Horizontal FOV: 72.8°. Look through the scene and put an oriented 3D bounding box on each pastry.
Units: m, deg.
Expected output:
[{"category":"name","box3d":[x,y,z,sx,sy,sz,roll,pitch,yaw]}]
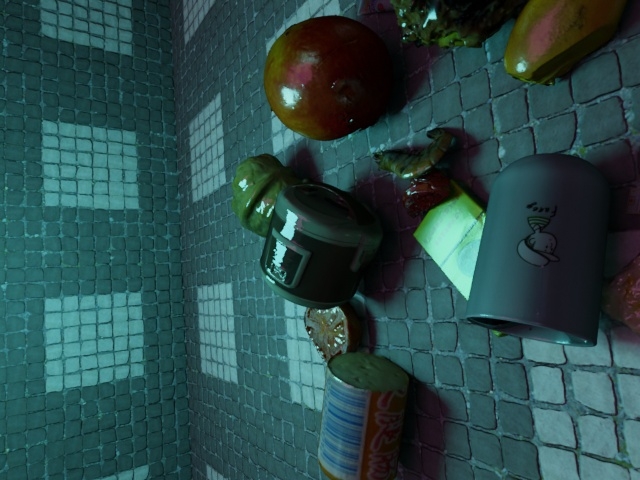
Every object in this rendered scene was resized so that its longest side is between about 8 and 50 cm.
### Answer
[{"category":"pastry","box3d":[0.561,0.037,0.678,0.121,0.089,0.258,61,137,44]},{"category":"pastry","box3d":[0.308,-0.576,0.837,0.337,0.292,0.405,-109,39,-71]}]

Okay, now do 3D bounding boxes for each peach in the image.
[{"category":"peach","box3d":[0.024,-0.447,1.231,0.370,0.370,0.369,1,91,55]}]

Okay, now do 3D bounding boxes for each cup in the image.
[{"category":"cup","box3d":[0.387,0.016,0.773,0.205,0.205,0.312,-4,68,54]}]

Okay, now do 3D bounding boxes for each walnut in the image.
[{"category":"walnut","box3d":[-0.188,-0.158,1.585,0.282,0.253,0.277,62,142,28]}]

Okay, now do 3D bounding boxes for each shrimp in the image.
[{"category":"shrimp","box3d":[0.236,-0.237,1.143,0.169,0.058,0.296,-42,25,-1]}]

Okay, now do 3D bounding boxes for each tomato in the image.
[{"category":"tomato","box3d":[0.048,0.277,1.397,0.237,0.095,0.236,7,99,52]}]

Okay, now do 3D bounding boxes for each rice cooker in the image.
[{"category":"rice cooker","box3d":[0.000,0.000,1.271,0.335,0.335,0.325,45,125,44]}]

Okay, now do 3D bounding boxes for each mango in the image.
[{"category":"mango","box3d":[0.451,-0.403,0.801,0.154,0.126,0.252,52,131,25]}]

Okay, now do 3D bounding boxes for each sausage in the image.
[{"category":"sausage","box3d":[0.114,0.483,1.193,0.233,0.233,0.287,16,103,53]}]

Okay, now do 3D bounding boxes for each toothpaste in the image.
[{"category":"toothpaste","box3d":[0.165,-0.698,1.274,0.194,0.043,0.067,42,126,53]}]

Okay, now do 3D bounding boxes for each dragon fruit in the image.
[{"category":"dragon fruit","box3d":[0.254,-0.134,1.085,0.162,0.083,0.106,129,162,-67]}]

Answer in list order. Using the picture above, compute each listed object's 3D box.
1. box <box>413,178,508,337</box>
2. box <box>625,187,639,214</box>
[{"category":"box","box3d":[0.362,0.032,0.995,0.335,0.047,0.187,58,133,37]},{"category":"box","box3d":[0.568,-0.063,0.733,0.083,0.012,0.046,17,105,52]}]
